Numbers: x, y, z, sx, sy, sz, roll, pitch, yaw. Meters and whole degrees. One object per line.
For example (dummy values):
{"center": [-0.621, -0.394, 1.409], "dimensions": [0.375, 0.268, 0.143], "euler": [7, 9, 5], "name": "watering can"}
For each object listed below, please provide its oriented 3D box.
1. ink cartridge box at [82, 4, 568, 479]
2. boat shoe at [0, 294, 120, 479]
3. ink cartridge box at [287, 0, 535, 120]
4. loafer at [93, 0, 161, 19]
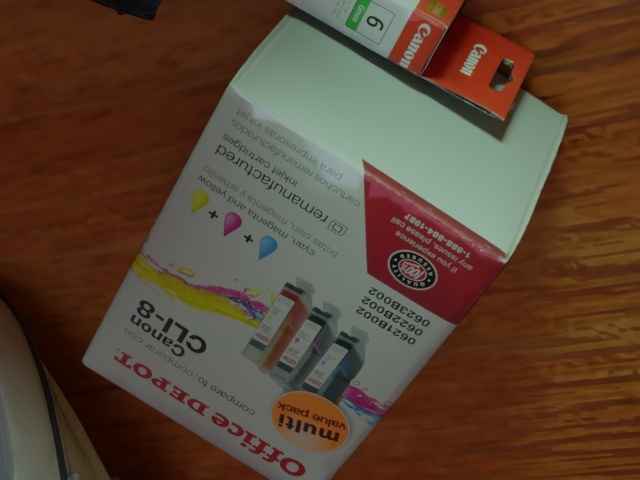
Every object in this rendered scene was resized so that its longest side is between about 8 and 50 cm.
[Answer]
{"center": [0.000, 0.000, 0.596], "dimensions": [0.128, 0.127, 0.176], "euler": [32, 129, -1], "name": "ink cartridge box"}
{"center": [-0.136, 0.197, 0.786], "dimensions": [0.136, 0.156, 0.367], "euler": [-22, 83, 37], "name": "boat shoe"}
{"center": [0.038, -0.100, 0.554], "dimensions": [0.115, 0.063, 0.029], "euler": [29, 130, 1], "name": "ink cartridge box"}
{"center": [-0.050, -0.156, 0.565], "dimensions": [0.061, 0.062, 0.170], "euler": [32, 135, -29], "name": "loafer"}
